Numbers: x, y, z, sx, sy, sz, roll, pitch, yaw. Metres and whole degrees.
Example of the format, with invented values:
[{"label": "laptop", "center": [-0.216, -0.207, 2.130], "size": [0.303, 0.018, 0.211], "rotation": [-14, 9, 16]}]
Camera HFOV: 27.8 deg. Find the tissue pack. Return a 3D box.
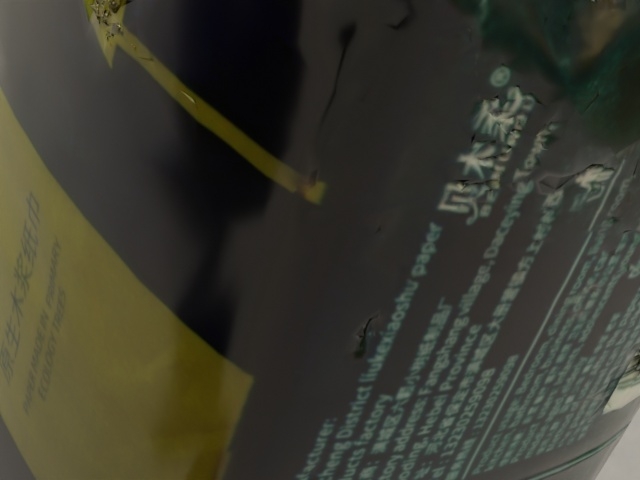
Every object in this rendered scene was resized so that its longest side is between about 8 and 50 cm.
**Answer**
[{"label": "tissue pack", "center": [0.000, 0.000, 0.536], "size": [0.264, 0.416, 0.253], "rotation": [-10, 43, -35]}]
